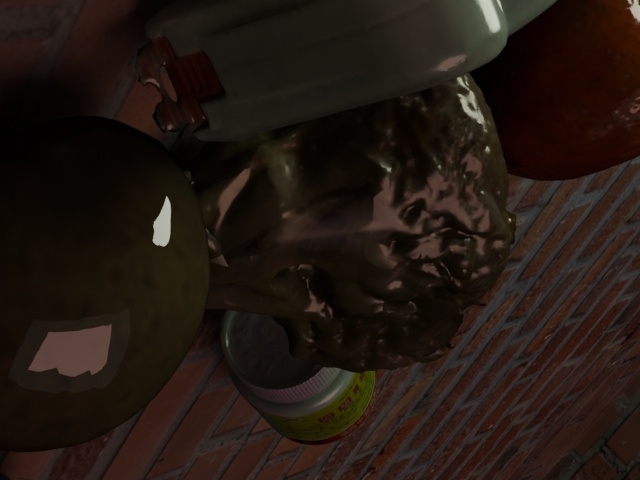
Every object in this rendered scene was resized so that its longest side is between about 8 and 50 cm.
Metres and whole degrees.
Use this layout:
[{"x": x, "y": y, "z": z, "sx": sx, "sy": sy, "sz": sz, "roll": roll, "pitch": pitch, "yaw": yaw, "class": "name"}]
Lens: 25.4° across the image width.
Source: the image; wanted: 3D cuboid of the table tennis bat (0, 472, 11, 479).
[{"x": -0.360, "y": 0.300, "z": 1.392, "sx": 0.149, "sy": 0.038, "sz": 0.237, "roll": -33, "pitch": 152, "yaw": -24, "class": "table tennis bat"}]

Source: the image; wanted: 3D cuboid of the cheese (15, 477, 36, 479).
[{"x": -0.344, "y": 0.308, "z": 1.326, "sx": 0.244, "sy": 0.062, "sz": 0.155, "roll": -48, "pitch": 150, "yaw": 8, "class": "cheese"}]

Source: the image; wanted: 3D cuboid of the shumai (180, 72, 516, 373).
[{"x": -0.002, "y": 0.002, "z": 1.187, "sx": 0.283, "sy": 0.217, "sz": 0.346, "roll": -21, "pitch": 150, "yaw": -40, "class": "shumai"}]

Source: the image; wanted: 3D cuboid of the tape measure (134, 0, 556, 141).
[{"x": 0.031, "y": -0.172, "z": 0.957, "sx": 0.243, "sy": 0.125, "sz": 0.246, "roll": -7, "pitch": -155, "yaw": 46, "class": "tape measure"}]

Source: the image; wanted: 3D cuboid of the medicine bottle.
[{"x": -0.021, "y": 0.126, "z": 1.483, "sx": 0.139, "sy": 0.139, "sz": 0.225, "roll": -40, "pitch": 157, "yaw": -5, "class": "medicine bottle"}]

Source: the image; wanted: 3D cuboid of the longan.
[{"x": -0.186, "y": 0.027, "z": 0.961, "sx": 0.246, "sy": 0.215, "sz": 0.246, "roll": -63, "pitch": 174, "yaw": -11, "class": "longan"}]

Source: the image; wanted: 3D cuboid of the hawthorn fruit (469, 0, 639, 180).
[{"x": 0.216, "y": -0.150, "z": 1.283, "sx": 0.261, "sy": 0.224, "sz": 0.224, "roll": -38, "pitch": 162, "yaw": 29, "class": "hawthorn fruit"}]
